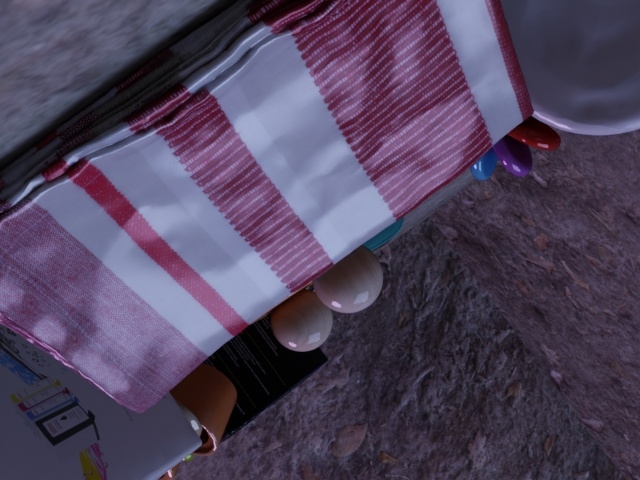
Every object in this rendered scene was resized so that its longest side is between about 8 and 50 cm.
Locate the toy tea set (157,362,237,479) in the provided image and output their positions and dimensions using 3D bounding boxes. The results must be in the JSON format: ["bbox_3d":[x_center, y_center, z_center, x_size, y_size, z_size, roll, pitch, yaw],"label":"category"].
[{"bbox_3d":[-0.219,0.193,1.033,0.336,0.200,0.124,-42,-167,52],"label":"toy tea set"}]

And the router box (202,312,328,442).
[{"bbox_3d":[-0.098,0.092,1.082,0.133,0.179,0.046,-34,173,-25],"label":"router box"}]

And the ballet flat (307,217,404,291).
[{"bbox_3d":[-0.046,0.021,1.229,0.316,0.107,0.106,-24,-158,-28],"label":"ballet flat"}]

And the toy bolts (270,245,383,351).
[{"bbox_3d":[0.007,-0.008,0.972,0.218,0.158,0.228,-35,175,-9],"label":"toy bolts"}]

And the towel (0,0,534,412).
[{"bbox_3d":[-0.028,-0.035,0.609,0.329,0.037,0.237,-36,148,0],"label":"towel"}]

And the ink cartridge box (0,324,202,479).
[{"bbox_3d":[-0.248,0.170,0.825,0.171,0.168,0.232,-39,173,27],"label":"ink cartridge box"}]

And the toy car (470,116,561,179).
[{"bbox_3d":[0.237,-0.149,1.371,0.182,0.136,0.159,-39,175,31],"label":"toy car"}]

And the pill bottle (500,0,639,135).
[{"bbox_3d":[0.245,-0.181,0.887,0.176,0.176,0.318,-38,175,20],"label":"pill bottle"}]
